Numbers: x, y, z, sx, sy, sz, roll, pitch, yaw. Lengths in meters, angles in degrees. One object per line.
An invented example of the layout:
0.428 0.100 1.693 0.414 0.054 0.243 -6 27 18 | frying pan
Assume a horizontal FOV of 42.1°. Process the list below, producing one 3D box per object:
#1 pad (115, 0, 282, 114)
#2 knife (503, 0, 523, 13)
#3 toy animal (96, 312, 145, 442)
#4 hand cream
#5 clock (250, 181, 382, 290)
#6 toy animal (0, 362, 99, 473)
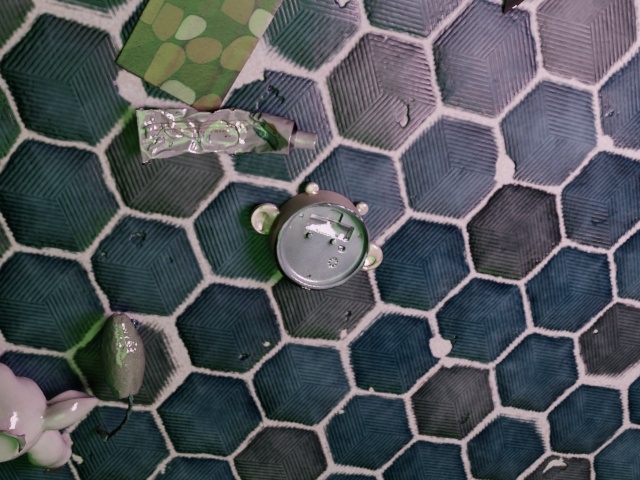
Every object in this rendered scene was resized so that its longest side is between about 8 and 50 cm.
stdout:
-0.155 -0.301 1.132 0.158 0.003 0.235 27 107 -24 | pad
0.340 -0.415 1.182 0.060 0.028 0.230 31 108 -37 | knife
-0.316 0.224 1.317 0.070 0.079 0.253 -1 118 -20 | toy animal
-0.131 -0.151 1.187 0.256 0.050 0.084 -1 119 -8 | hand cream
0.000 0.000 1.287 0.229 0.063 0.156 21 111 -23 | clock
-0.517 0.280 1.257 0.325 0.154 0.208 20 117 -26 | toy animal
